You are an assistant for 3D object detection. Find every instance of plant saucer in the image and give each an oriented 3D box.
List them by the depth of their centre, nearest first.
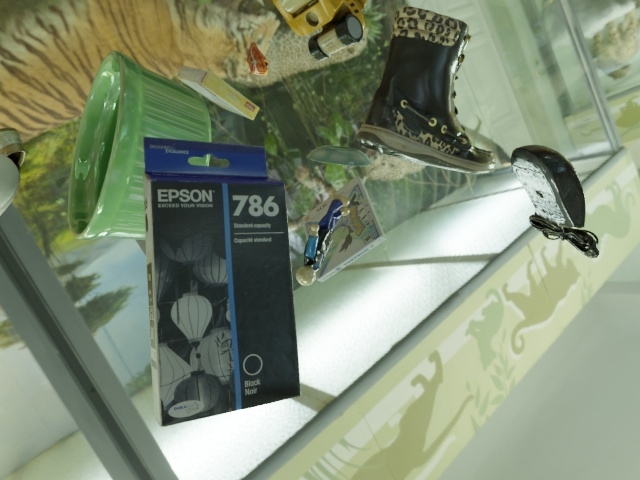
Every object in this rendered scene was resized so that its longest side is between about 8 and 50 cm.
[{"bbox_3d":[0.057,-0.249,1.235,0.195,0.037,0.195,6,-161,-2],"label":"plant saucer"}]

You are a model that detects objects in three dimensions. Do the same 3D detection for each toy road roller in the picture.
[{"bbox_3d":[0.023,-0.823,1.494,0.202,0.329,0.241,-4,-129,47],"label":"toy road roller"}]

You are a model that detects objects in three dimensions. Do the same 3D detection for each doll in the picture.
[{"bbox_3d":[0.000,0.000,0.829,0.129,0.046,0.189,79,34,-64],"label":"doll"}]

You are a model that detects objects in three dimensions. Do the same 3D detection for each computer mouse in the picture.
[{"bbox_3d":[0.479,-0.100,0.877,0.072,0.272,0.188,-39,-150,3],"label":"computer mouse"}]

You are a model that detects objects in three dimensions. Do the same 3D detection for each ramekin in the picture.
[{"bbox_3d":[-0.310,-0.142,0.729,0.148,0.303,0.303,10,162,-40],"label":"ramekin"}]

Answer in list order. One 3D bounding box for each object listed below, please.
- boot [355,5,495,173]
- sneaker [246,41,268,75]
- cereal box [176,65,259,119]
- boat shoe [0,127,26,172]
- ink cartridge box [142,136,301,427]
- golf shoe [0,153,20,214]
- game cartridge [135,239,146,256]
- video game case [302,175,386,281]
[{"bbox_3d":[0.270,-0.306,0.938,0.377,0.284,0.138,8,-170,-26],"label":"boot"},{"bbox_3d":[-0.229,-0.657,1.560,0.067,0.175,0.064,1,146,-26],"label":"sneaker"},{"bbox_3d":[-0.297,-0.427,1.230,0.240,0.173,0.047,34,-86,49],"label":"cereal box"},{"bbox_3d":[-0.492,-0.115,0.661,0.135,0.045,0.050,-39,173,39],"label":"boat shoe"},{"bbox_3d":[-0.120,0.030,0.514,0.165,0.333,0.065,-3,173,-28],"label":"ink cartridge box"},{"bbox_3d":[-0.455,-0.062,0.473,0.140,0.115,0.306,-45,-171,24],"label":"golf shoe"},{"bbox_3d":[-0.342,-0.018,1.069,0.230,0.355,0.068,-32,180,18],"label":"game cartridge"},{"bbox_3d":[0.074,-0.049,1.622,0.300,0.036,0.329,-36,-134,22],"label":"video game case"}]
